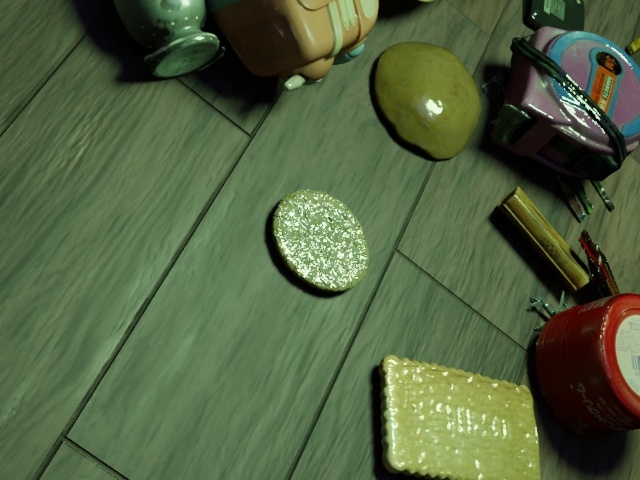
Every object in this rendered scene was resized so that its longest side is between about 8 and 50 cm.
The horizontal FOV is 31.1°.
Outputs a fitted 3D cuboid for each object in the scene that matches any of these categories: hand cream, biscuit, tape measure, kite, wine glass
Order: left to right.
[{"bbox_3d":[-0.209,-0.315,1.474,0.111,0.111,0.204,-18,80,-39],"label":"wine glass"},{"bbox_3d":[0.000,0.000,1.507,0.152,0.020,0.152,16,57,-26],"label":"biscuit"},{"bbox_3d":[0.182,0.243,1.493,0.250,0.030,0.160,15,58,-28],"label":"biscuit"},{"bbox_3d":[0.377,-0.160,1.857,0.152,0.015,0.285,-25,81,-40],"label":"kite"},{"bbox_3d":[0.387,-0.215,1.799,0.245,0.149,0.231,28,52,-9],"label":"tape measure"},{"bbox_3d":[0.409,0.175,1.613,0.193,0.125,0.193,14,65,-31],"label":"hand cream"}]

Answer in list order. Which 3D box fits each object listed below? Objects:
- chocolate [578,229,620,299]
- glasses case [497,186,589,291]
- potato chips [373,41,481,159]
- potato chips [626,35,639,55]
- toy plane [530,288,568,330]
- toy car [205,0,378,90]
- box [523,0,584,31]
[{"bbox_3d":[0.429,0.073,1.732,0.182,0.028,0.086,66,21,-8],"label":"chocolate"},{"bbox_3d":[0.333,0.000,1.717,0.170,0.041,0.064,50,19,-2],"label":"glasses case"},{"bbox_3d":[0.172,-0.224,1.723,0.208,0.062,0.195,-26,80,-38],"label":"potato chips"},{"bbox_3d":[0.620,-0.388,2.140,0.026,0.037,0.204,47,53,9],"label":"potato chips"},{"bbox_3d":[0.341,0.110,1.680,0.084,0.024,0.078,44,67,-7],"label":"toy plane"},{"bbox_3d":[-0.026,-0.325,1.559,0.270,0.181,0.212,-43,115,-50],"label":"toy car"},{"bbox_3d":[0.410,-0.400,2.004,0.125,0.027,0.126,25,54,-22],"label":"box"}]
